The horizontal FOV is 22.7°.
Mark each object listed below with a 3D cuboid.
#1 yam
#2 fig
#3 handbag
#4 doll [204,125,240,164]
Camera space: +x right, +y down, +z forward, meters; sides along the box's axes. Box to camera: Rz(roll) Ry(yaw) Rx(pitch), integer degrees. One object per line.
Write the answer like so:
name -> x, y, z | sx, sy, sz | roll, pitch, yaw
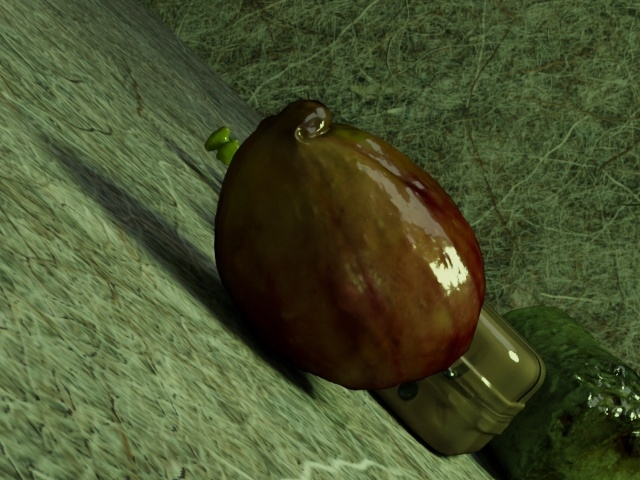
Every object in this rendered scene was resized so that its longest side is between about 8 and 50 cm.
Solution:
yam -> 0.283, 0.205, 1.886 | 0.195, 0.195, 0.300 | 41, 4, -22
fig -> 0.019, 0.012, 1.370 | 0.263, 0.224, 0.224 | 38, 6, -14
handbag -> 0.104, 0.092, 1.715 | 0.302, 0.149, 0.283 | 43, 3, 21
doll -> 0.000, 0.000, 2.015 | 0.346, 0.099, 0.341 | 36, -6, 14
